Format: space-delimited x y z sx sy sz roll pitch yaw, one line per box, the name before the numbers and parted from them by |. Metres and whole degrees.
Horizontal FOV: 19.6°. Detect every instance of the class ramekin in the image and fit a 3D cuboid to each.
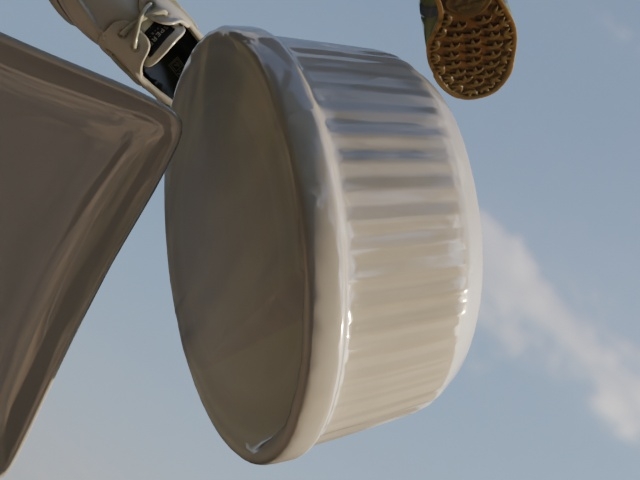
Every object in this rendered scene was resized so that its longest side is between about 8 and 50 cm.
ramekin | 0.000 0.000 1.171 0.273 0.127 0.273 175 -90 -68

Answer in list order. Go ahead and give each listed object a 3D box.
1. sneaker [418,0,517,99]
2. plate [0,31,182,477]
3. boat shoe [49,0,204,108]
sneaker | 0.093 -0.185 1.256 0.064 0.086 0.192 -10 -35 9
plate | -0.260 -0.022 1.111 0.278 0.277 0.045 25 21 -11
boat shoe | -0.167 -0.197 1.792 0.267 0.096 0.088 52 -11 -26
